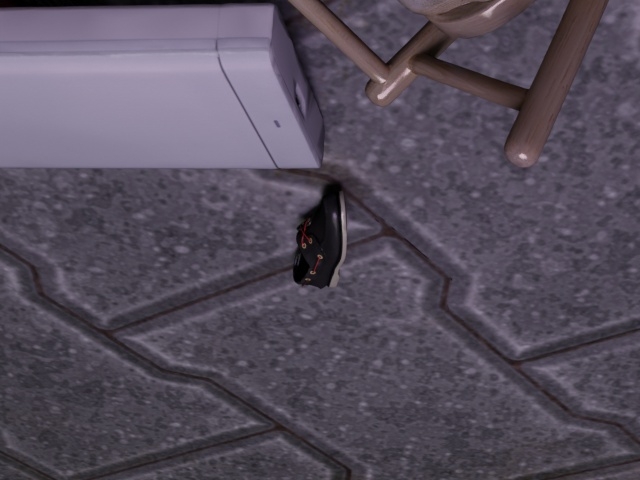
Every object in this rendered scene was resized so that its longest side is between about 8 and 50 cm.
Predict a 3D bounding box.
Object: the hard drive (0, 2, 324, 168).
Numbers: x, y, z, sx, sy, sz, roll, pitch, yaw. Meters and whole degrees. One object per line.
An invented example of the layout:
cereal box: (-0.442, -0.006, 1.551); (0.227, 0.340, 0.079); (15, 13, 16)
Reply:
hard drive: (-0.188, -0.104, 0.933); (0.352, 0.047, 0.233); (1, 166, 9)

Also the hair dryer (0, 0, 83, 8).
hair dryer: (-0.251, -0.167, 0.882); (0.293, 0.080, 0.224); (4, 146, 5)

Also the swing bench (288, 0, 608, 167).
swing bench: (0.065, -0.220, 0.646); (0.253, 0.255, 0.165); (38, 177, -36)

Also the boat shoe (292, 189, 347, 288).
boat shoe: (0.000, 0.002, 1.110); (0.042, 0.049, 0.133); (2, 151, -7)
